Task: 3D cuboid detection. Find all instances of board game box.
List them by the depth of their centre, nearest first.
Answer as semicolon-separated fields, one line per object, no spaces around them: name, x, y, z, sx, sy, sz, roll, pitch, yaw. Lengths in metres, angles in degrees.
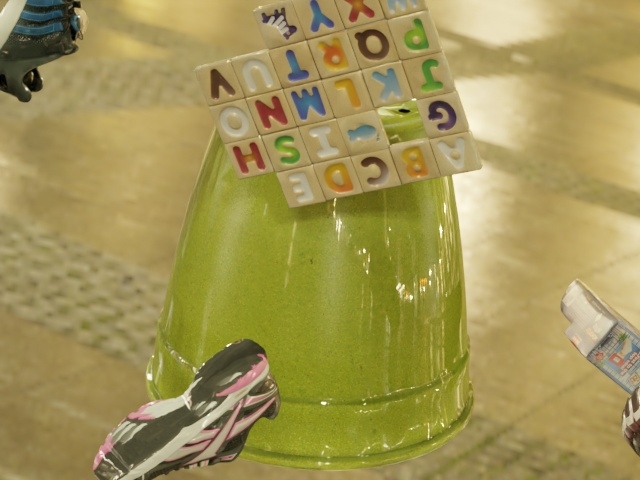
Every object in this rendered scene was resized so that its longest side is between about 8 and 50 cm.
board game box;0.372;0.146;1.999;0.194;0.060;0.194;40;6;-12

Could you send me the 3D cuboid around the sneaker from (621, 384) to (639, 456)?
sneaker;0.336;0.188;1.480;0.106;0.281;0.163;-9;61;-4

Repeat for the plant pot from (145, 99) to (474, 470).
plant pot;0.000;0.000;1.840;0.366;0.353;0.366;3;23;-1

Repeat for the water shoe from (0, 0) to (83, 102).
water shoe;-0.253;-0.218;1.633;0.080;0.203;0.073;38;34;-7

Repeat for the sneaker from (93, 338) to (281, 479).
sneaker;-0.104;0.169;1.461;0.178;0.077;0.072;-34;31;-7

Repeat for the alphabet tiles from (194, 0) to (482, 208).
alphabet tiles;0.008;-0.130;1.566;0.237;0.198;0.009;-11;24;24

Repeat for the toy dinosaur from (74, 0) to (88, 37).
toy dinosaur;-0.322;-0.348;1.831;0.200;0.296;0.127;17;42;0
